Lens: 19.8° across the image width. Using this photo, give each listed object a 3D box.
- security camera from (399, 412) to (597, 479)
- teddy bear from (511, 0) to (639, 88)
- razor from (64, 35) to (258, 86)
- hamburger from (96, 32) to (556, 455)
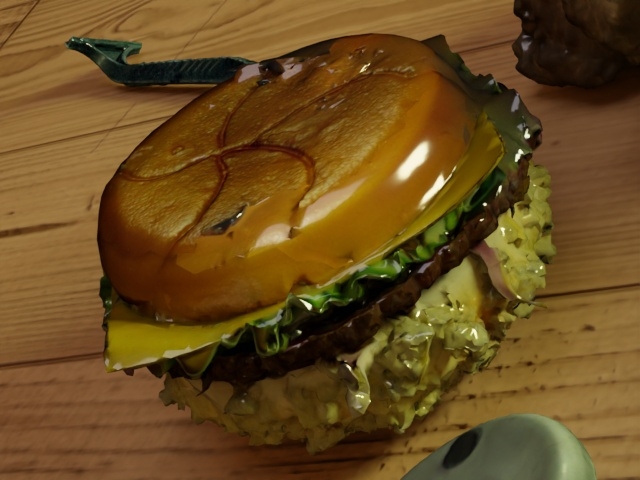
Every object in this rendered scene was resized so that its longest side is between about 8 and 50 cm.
[{"bbox_3d":[0.076,0.160,0.653,0.157,0.080,0.301,-48,19,0],"label":"security camera"},{"bbox_3d":[0.193,-0.198,0.919,0.223,0.296,0.246,16,67,26],"label":"teddy bear"},{"bbox_3d":[-0.104,-0.121,1.306,0.066,0.033,0.190,0,8,-42],"label":"razor"},{"bbox_3d":[0.000,0.000,0.900,0.243,0.138,0.261,-25,30,8],"label":"hamburger"}]
